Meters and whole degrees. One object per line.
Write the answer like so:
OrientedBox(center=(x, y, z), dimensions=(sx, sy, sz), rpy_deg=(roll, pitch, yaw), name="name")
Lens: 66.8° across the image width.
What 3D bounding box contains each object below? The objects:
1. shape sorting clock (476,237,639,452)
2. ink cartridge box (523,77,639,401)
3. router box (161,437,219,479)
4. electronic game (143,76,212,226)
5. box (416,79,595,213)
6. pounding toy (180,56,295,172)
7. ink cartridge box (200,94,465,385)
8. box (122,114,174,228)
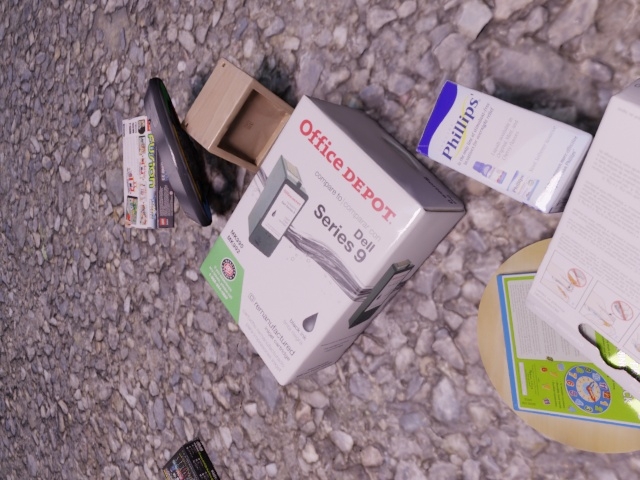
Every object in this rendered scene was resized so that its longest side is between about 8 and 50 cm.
OrientedBox(center=(0.251, 0.098, 0.473), dimensions=(0.206, 0.040, 0.207), rpy_deg=(2, 92, 49), name="shape sorting clock")
OrientedBox(center=(0.271, 0.023, 0.364), dimensions=(0.189, 0.066, 0.233), rpy_deg=(48, 156, 38), name="ink cartridge box")
OrientedBox(center=(-0.225, 0.433, 0.865), dimensions=(0.092, 0.038, 0.123), rpy_deg=(-49, 64, 28), name="router box")
OrientedBox(center=(-0.209, -0.130, 0.735), dimensions=(0.048, 0.229, 0.230), rpy_deg=(-19, 77, -7), name="electronic game")
OrientedBox(center=(0.186, -0.087, 0.461), dimensions=(0.137, 0.126, 0.072), rpy_deg=(35, 115, 31), name="box")
OrientedBox(center=(-0.120, -0.169, 0.704), dimensions=(0.100, 0.141, 0.130), rpy_deg=(41, 101, 28), name="pounding toy")
OrientedBox(center=(0.000, 0.000, 0.612), dimensions=(0.211, 0.121, 0.289), rpy_deg=(48, 119, 25), name="ink cartridge box")
OrientedBox(center=(-0.324, -0.126, 0.911), dimensions=(0.114, 0.036, 0.207), rpy_deg=(3, 95, 38), name="box")
